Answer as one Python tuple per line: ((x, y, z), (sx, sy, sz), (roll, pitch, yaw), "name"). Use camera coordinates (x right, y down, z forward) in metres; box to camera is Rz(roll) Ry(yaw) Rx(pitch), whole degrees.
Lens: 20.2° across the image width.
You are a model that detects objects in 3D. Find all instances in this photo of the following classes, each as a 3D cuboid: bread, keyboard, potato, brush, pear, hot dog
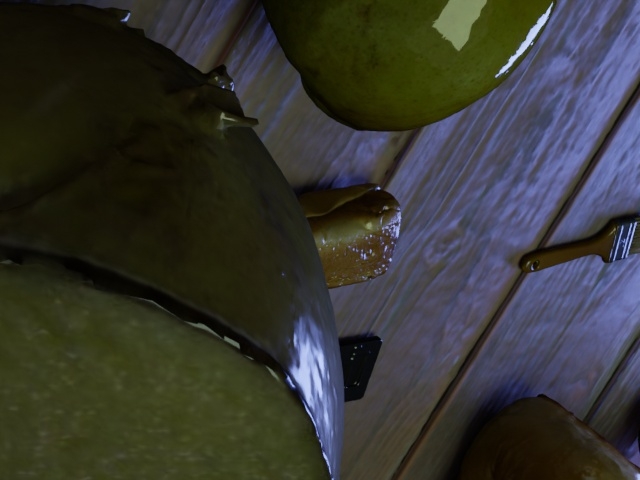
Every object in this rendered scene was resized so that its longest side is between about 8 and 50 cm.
((0.000, 0.000, 1.330), (0.132, 0.053, 0.074), (-13, 131, -37), "bread")
((-0.036, 0.113, 1.411), (0.204, 0.013, 0.061), (-7, 124, -41), "keyboard")
((-0.176, 0.059, 1.045), (0.385, 0.319, 0.442), (8, 131, -2), "potato")
((0.240, 0.006, 1.590), (0.170, 0.014, 0.043), (-13, 126, -36), "brush")
((0.053, -0.165, 1.152), (0.200, 0.200, 0.200), (-24, 133, -29), "pear")
((0.241, 0.324, 1.695), (0.223, 0.185, 0.405), (-50, 140, -6), "hot dog")

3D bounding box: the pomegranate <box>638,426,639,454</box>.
((0.378, 0.207, 1.767), (0.122, 0.161, 0.122), (-8, 132, -9), "pomegranate")
